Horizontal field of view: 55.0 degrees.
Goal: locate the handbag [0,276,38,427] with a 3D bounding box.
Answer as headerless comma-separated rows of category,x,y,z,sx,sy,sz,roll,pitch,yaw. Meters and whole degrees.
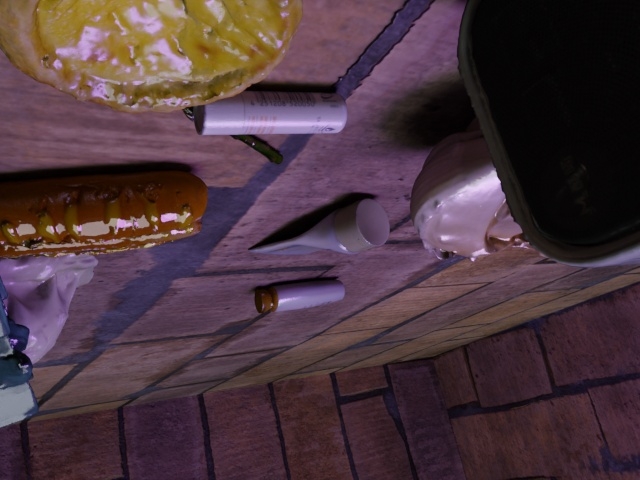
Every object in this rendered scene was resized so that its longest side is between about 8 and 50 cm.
handbag,-0.408,0.073,0.555,0.238,0.089,0.326,-11,130,-17

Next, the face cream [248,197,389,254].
face cream,0.000,0.000,0.929,0.114,0.070,0.224,4,164,-43

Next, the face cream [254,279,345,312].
face cream,-0.041,0.110,1.223,0.182,0.051,0.072,-6,159,-25

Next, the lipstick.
lipstick,-0.043,-0.117,0.565,0.141,0.040,0.040,-6,160,-25

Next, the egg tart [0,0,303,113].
egg tart,-0.103,-0.146,0.380,0.191,0.074,0.191,-13,163,-4

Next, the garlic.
garlic,0.245,-0.083,0.681,0.281,0.185,0.203,10,150,-3

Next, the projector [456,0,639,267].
projector,0.286,-0.126,0.441,0.249,0.248,0.248,-2,158,-32

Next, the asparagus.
asparagus,-0.083,-0.104,0.615,0.016,0.016,0.163,-2,170,29

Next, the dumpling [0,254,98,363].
dumpling,-0.374,0.073,0.722,0.258,0.147,0.193,-30,167,-43

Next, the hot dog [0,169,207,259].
hot dog,-0.254,-0.024,0.650,0.268,0.072,0.115,-8,169,-17
